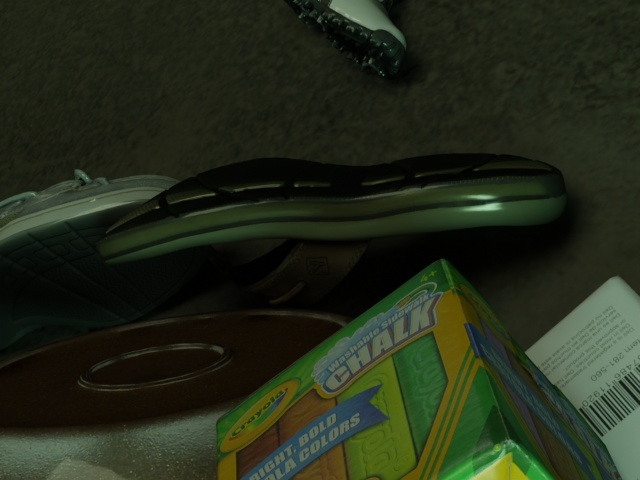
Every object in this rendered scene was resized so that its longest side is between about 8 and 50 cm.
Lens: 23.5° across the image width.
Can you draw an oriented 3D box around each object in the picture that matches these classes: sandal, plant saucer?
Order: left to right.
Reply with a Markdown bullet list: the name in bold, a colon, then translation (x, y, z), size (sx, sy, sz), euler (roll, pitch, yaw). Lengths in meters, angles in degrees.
- **plant saucer**: translation (-0.089, 0.090, 0.860), size (0.310, 0.050, 0.310), euler (-8, 10, 1)
- **sandal**: translation (0.001, 0.000, 0.956), size (0.303, 0.086, 0.120), euler (-2, 17, 16)

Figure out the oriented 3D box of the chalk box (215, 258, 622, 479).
- **chalk box**: translation (0.045, 0.108, 0.639), size (0.132, 0.132, 0.213), euler (-38, 20, 10)

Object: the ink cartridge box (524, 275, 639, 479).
- **ink cartridge box**: translation (0.151, 0.144, 0.715), size (0.160, 0.092, 0.219), euler (-41, 38, 5)

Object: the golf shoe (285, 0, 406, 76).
- **golf shoe**: translation (0.025, -0.193, 1.156), size (0.094, 0.077, 0.198), euler (-43, 39, 2)

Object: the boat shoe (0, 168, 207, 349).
- **boat shoe**: translation (-0.208, 0.006, 1.153), size (0.320, 0.118, 0.103), euler (-21, 44, 38)
